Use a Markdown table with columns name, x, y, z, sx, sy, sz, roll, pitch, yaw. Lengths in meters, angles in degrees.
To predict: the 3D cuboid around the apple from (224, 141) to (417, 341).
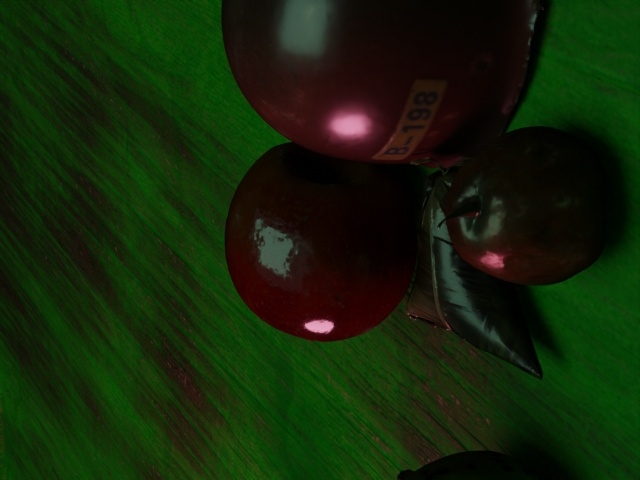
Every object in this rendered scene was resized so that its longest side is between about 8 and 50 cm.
| name | x | y | z | sx | sy | sz | roll | pitch | yaw |
| --- | --- | --- | --- | --- | --- | --- | --- | --- | --- |
| apple | 0.000 | 0.000 | 1.346 | 0.218 | 0.218 | 0.201 | 42 | 137 | 43 |

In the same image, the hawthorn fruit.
| name | x | y | z | sx | sy | sz | roll | pitch | yaw |
| --- | --- | --- | --- | --- | --- | --- | --- | --- | --- |
| hawthorn fruit | 0.173 | -0.038 | 1.088 | 0.149 | 0.189 | 0.149 | -47 | 33 | 45 |

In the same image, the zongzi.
| name | x | y | z | sx | sy | sz | roll | pitch | yaw |
| --- | --- | --- | --- | --- | --- | --- | --- | --- | --- |
| zongzi | 0.167 | 0.024 | 1.205 | 0.184 | 0.084 | 0.187 | 33 | 132 | 46 |

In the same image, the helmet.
| name | x | y | z | sx | sy | sz | roll | pitch | yaw |
| --- | --- | --- | --- | --- | --- | --- | --- | --- | --- |
| helmet | 0.026 | -0.231 | 1.193 | 0.338 | 0.230 | 0.385 | 65 | 150 | 19 |

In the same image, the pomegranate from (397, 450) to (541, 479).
| name | x | y | z | sx | sy | sz | roll | pitch | yaw |
| --- | --- | --- | --- | --- | --- | --- | --- | --- | --- |
| pomegranate | 0.169 | 0.333 | 1.227 | 0.263 | 0.211 | 0.211 | 42 | 138 | 26 |
